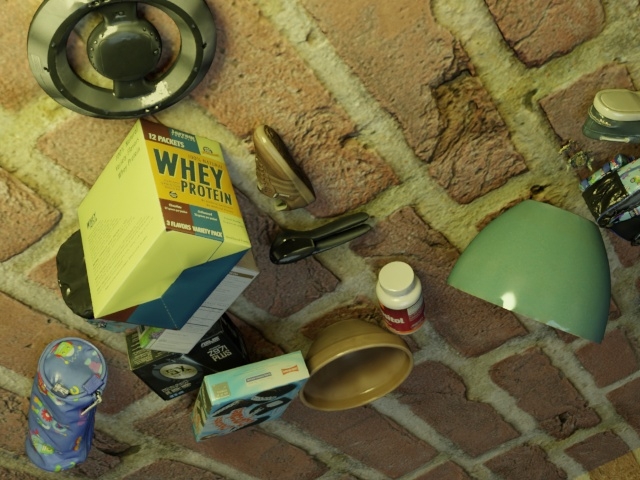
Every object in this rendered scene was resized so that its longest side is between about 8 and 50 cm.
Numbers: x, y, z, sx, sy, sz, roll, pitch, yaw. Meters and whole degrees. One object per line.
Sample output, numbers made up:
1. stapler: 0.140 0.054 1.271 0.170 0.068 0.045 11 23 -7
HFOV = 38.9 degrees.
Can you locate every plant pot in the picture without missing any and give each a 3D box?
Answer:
1. plant pot: 0.057 0.233 1.801 0.237 0.110 0.237 -14 143 -11
2. plant pot: 0.394 0.040 1.616 0.290 0.290 0.195 19 92 -41

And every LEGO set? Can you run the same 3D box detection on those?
1. LEGO set: 0.446 -0.148 1.578 0.054 0.023 0.083 -30 130 9

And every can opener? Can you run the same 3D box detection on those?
1. can opener: 0.000 0.000 1.521 0.186 0.073 0.059 -19 137 -18

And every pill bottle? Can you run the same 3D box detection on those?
1. pill bottle: 0.151 0.107 1.704 0.086 0.086 0.152 -20 143 -1

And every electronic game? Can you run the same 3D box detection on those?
1. electronic game: -0.240 -0.236 1.107 0.229 0.048 0.229 -14 143 -11

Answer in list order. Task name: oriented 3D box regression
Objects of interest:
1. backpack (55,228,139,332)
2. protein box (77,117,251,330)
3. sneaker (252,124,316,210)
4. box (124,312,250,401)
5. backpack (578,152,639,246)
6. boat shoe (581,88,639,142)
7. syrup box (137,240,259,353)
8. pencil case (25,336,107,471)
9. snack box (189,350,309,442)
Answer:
1. backpack: -0.321 0.070 1.400 0.115 0.152 0.182 -25 156 15
2. protein box: -0.224 -0.018 1.264 0.136 0.201 0.200 14 132 -38
3. sneaker: -0.068 -0.097 1.354 0.071 0.066 0.188 -26 143 9
4. box: -0.239 0.201 1.645 0.180 0.077 0.147 -23 144 3
5. backpack: 0.577 -0.092 1.625 0.158 0.117 0.173 21 128 -42
6. boat shoe: 0.554 -0.194 1.503 0.254 0.095 0.079 -3 139 -21
7. syrup box: -0.208 0.080 1.490 0.096 0.093 0.237 13 132 -37
8. pencil case: -0.456 0.303 1.630 0.119 0.133 0.306 -35 160 -41
9. snack box: -0.146 0.309 1.763 0.187 0.060 0.322 -13 160 -18
